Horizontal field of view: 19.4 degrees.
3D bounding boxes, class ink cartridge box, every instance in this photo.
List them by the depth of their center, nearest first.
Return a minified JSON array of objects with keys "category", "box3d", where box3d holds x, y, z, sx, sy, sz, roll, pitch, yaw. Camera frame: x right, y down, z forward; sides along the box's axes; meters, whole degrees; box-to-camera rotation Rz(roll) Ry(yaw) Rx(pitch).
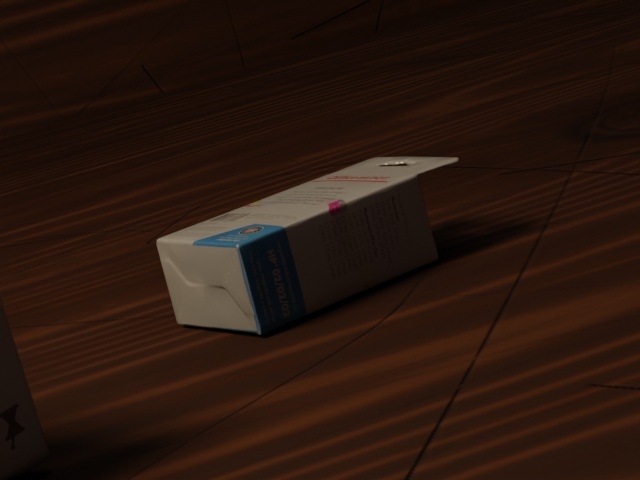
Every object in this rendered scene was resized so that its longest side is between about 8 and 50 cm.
[{"category":"ink cartridge box","box3d":[0.000,0.000,1.205,0.181,0.062,0.104,-22,14,-31]}]

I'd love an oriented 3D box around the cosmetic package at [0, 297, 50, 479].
[{"category":"cosmetic package","box3d":[-0.360,0.090,0.985,0.385,0.156,0.217,-7,15,36]}]
